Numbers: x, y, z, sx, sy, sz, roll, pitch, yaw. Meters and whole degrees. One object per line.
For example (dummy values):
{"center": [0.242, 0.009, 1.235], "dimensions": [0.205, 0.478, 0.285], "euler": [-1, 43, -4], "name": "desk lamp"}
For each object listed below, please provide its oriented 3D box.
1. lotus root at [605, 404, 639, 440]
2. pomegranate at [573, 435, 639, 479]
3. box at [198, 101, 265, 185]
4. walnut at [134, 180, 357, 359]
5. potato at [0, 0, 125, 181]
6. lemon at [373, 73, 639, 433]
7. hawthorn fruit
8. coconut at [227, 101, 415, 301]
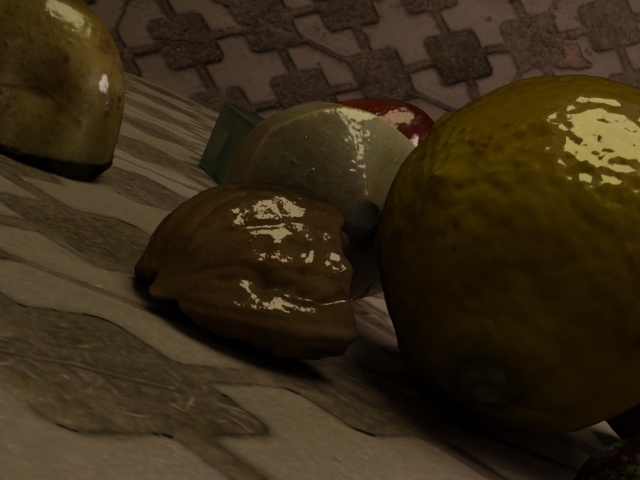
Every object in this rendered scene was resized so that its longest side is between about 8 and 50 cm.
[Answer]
{"center": [0.458, 0.153, 0.973], "dimensions": [0.249, 0.316, 0.316], "euler": [9, 10, -1], "name": "lotus root"}
{"center": [0.253, 0.192, 0.624], "dimensions": [0.163, 0.126, 0.138], "euler": [-24, -34, 38], "name": "pomegranate"}
{"center": [-0.130, -0.153, 1.616], "dimensions": [0.086, 0.130, 0.225], "euler": [20, 11, -28], "name": "box"}
{"center": [-0.061, 0.011, 0.854], "dimensions": [0.204, 0.141, 0.238], "euler": [18, 7, -10], "name": "walnut"}
{"center": [-0.367, -0.227, 1.175], "dimensions": [0.242, 0.243, 0.285], "euler": [16, 15, -43], "name": "potato"}
{"center": [0.219, 0.019, 0.894], "dimensions": [0.349, 0.350, 0.387], "euler": [27, 52, 11], "name": "lemon"}
{"center": [0.091, -0.125, 1.602], "dimensions": [0.275, 0.275, 0.300], "euler": [21, 9, -20], "name": "hawthorn fruit"}
{"center": [0.011, -0.047, 1.076], "dimensions": [0.239, 0.239, 0.244], "euler": [22, 6, -17], "name": "coconut"}
